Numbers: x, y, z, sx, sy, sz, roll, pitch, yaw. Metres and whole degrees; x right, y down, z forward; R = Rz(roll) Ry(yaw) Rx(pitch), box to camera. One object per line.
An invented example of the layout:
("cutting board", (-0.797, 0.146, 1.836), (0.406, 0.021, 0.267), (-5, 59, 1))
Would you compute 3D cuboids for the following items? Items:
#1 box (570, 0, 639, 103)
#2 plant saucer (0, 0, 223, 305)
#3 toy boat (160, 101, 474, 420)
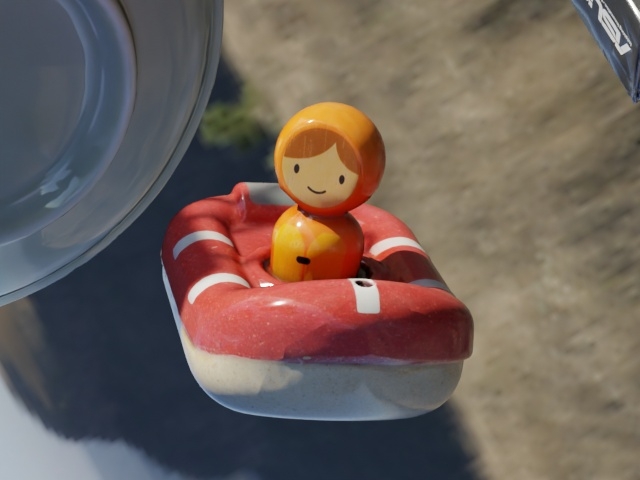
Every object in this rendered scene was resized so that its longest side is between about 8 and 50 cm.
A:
("box", (0.232, -0.201, 1.001), (0.060, 0.270, 0.216), (84, 163, -55))
("plant saucer", (-0.230, -0.106, 1.257), (0.100, 0.400, 0.400), (44, 163, 52))
("toy boat", (0.000, 0.000, 1.072), (0.231, 0.151, 0.151), (-119, 33, -65))
